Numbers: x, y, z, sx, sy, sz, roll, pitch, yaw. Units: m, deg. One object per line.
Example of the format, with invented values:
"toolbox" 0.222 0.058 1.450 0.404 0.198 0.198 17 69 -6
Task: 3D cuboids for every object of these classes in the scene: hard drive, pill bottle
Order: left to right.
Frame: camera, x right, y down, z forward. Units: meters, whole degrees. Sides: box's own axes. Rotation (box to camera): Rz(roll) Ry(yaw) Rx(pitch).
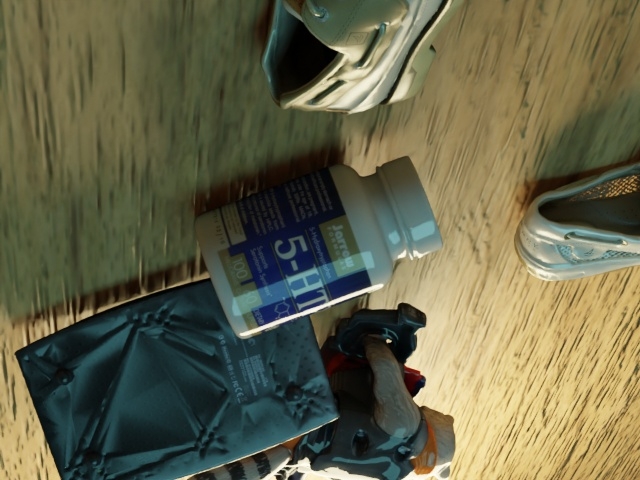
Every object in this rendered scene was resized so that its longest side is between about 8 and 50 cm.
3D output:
"hard drive" -0.126 0.122 1.470 0.255 0.054 0.172 -18 108 -4
"pill bottle" 0.000 0.000 1.366 0.187 0.112 0.112 -21 152 1

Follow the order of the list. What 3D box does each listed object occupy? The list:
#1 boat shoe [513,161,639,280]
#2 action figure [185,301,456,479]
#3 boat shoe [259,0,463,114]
"boat shoe" 0.321 -0.032 1.537 0.277 0.098 0.096 -14 153 -9
"action figure" -0.019 0.216 1.677 0.330 0.178 0.341 2 142 -17
"boat shoe" 0.024 -0.172 1.075 0.103 0.113 0.302 -19 154 -15
